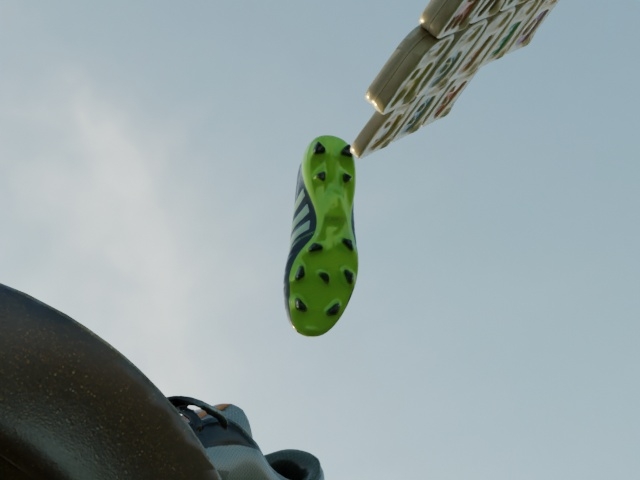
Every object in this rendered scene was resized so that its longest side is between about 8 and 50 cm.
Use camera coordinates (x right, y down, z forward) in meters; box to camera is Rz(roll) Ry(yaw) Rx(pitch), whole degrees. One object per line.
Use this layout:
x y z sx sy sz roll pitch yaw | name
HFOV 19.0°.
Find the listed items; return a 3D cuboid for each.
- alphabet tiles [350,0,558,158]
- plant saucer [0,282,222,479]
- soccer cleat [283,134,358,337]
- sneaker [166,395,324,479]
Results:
0.132 -0.174 1.400 0.278 0.021 0.284 -53 -12 30 | alphabet tiles
-0.186 0.155 0.809 0.310 0.050 0.311 2 -64 4 | plant saucer
0.000 0.000 1.602 0.060 0.179 0.072 10 -20 -10 | soccer cleat
-0.094 0.115 0.918 0.271 0.100 0.108 30 -102 -50 | sneaker
